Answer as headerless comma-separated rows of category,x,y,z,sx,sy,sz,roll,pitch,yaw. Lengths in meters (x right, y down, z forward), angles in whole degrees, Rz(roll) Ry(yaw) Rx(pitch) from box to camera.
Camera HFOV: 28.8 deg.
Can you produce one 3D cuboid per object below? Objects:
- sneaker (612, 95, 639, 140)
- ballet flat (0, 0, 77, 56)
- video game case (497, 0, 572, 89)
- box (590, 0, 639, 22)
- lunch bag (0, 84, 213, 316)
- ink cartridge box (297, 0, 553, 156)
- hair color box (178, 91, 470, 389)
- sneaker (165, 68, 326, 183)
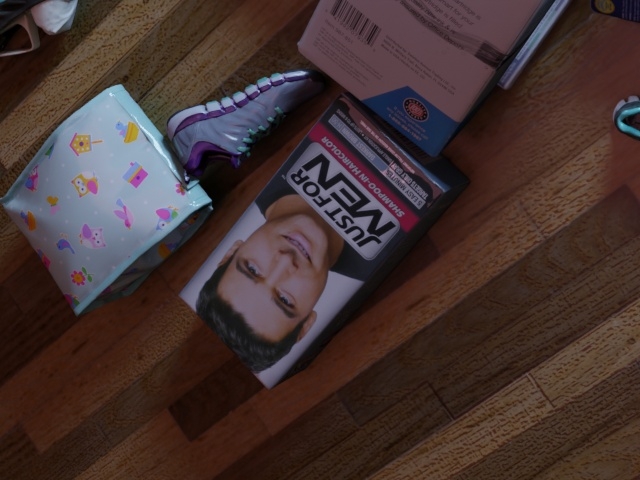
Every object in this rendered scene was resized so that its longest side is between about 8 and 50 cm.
sneaker,0.419,-0.131,1.453,0.166,0.076,0.065,7,103,23
ballet flat,-0.412,-0.331,1.793,0.280,0.095,0.096,-22,100,36
video game case,0.217,-0.320,1.540,0.183,0.023,0.201,39,113,13
box,0.415,-0.280,1.399,0.225,0.136,0.037,18,72,19
lunch bag,-0.289,-0.061,1.743,0.262,0.160,0.223,-42,80,30
ink cartridge box,0.139,-0.285,1.448,0.223,0.129,0.307,40,139,7
hair color box,0.000,0.000,1.647,0.185,0.113,0.374,45,114,11
sneaker,-0.089,-0.148,1.651,0.223,0.083,0.098,-20,75,9
